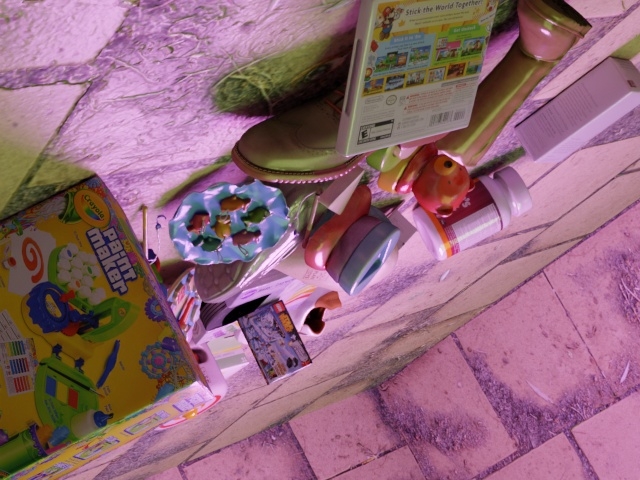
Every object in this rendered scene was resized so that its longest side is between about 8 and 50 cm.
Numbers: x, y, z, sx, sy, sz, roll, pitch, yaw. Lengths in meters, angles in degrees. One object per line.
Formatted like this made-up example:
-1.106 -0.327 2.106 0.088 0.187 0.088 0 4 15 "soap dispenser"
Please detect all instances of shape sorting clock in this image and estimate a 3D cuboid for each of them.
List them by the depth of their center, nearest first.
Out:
-0.244 0.142 1.912 0.206 0.040 0.206 19 90 -75 "shape sorting clock"

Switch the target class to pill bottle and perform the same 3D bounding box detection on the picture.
0.310 -0.058 2.307 0.221 0.121 0.121 -28 165 -6 "pill bottle"

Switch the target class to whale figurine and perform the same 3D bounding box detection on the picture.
0.000 0.000 1.986 0.272 0.141 0.216 2 152 -15 "whale figurine"

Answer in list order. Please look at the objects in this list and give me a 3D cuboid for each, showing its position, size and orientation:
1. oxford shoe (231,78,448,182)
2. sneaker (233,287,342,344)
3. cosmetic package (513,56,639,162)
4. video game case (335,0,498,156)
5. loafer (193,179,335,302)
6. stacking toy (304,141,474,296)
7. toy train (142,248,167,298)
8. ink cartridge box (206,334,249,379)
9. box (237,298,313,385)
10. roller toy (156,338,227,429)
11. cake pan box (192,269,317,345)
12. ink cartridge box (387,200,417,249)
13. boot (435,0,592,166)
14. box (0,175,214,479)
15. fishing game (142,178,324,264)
0.037 -0.177 1.486 0.348 0.123 0.130 -23 143 -30 "oxford shoe"
-0.071 0.170 2.388 0.290 0.123 0.106 -38 165 37 "sneaker"
0.485 -0.238 2.100 0.231 0.085 0.117 -39 162 30 "cosmetic package"
0.123 -0.219 1.417 0.227 0.026 0.206 -17 130 -37 "video game case"
-0.090 0.001 1.795 0.111 0.112 0.319 2 148 -43 "loafer"
0.119 -0.061 1.739 0.309 0.130 0.279 -50 167 -16 "stacking toy"
-0.326 0.129 1.733 0.248 0.143 0.105 -37 163 30 "toy train"
-0.230 0.271 2.573 0.171 0.056 0.235 -10 158 -49 "ink cartridge box"
-0.086 0.191 2.134 0.094 0.137 0.027 -23 171 -19 "box"
-0.300 0.307 2.377 0.191 0.146 0.209 -29 165 1 "roller toy"
-0.110 0.091 2.156 0.267 0.070 0.246 -17 159 -37 "cake pan box"
0.117 0.011 2.190 0.180 0.060 0.104 -45 179 -40 "ink cartridge box"
0.260 -0.222 1.600 0.269 0.089 0.236 -50 160 19 "boot"
-0.327 0.124 1.426 0.279 0.290 0.177 -26 165 -5 "box"
-0.127 -0.018 1.636 0.264 0.041 0.189 -5 141 -18 "fishing game"
